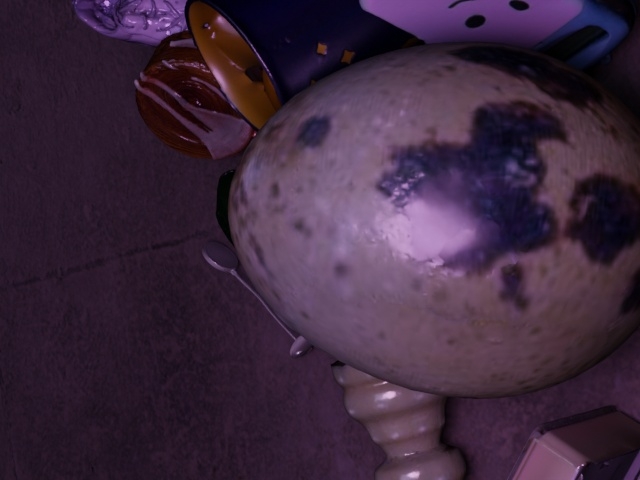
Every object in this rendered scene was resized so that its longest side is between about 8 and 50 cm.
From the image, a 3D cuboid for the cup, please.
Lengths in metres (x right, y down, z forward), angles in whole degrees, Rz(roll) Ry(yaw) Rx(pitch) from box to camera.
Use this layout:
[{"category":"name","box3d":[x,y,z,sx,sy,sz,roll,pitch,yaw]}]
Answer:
[{"category":"cup","box3d":[-0.006,-0.247,1.526,0.178,0.256,0.255,59,162,-13]}]

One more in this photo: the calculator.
[{"category":"calculator","box3d":[0.176,-0.234,1.392,0.173,0.293,0.051,-35,42,48]}]

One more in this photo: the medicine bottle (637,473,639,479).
[{"category":"medicine bottle","box3d":[0.404,0.243,1.348,0.183,0.086,0.086,-20,80,33]}]

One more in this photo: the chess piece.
[{"category":"chess piece","box3d":[0.103,0.236,1.537,0.133,0.133,0.243,-16,88,34]}]

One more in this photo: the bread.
[{"category":"bread","box3d":[-0.141,-0.174,1.672,0.161,0.073,0.160,10,137,9]}]

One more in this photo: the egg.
[{"category":"egg","box3d":[0.125,-0.023,1.352,0.428,0.345,0.345,10,98,4]}]

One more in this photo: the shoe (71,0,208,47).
[{"category":"shoe","box3d":[-0.183,-0.272,1.703,0.245,0.138,0.095,14,104,33]}]

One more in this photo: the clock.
[{"category":"clock","box3d":[0.250,0.251,1.390,0.071,0.192,0.147,34,110,29]}]

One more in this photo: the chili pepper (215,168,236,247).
[{"category":"chili pepper","box3d":[0.000,0.000,1.574,0.165,0.174,0.261,-44,61,-3]}]

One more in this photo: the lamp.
[{"category":"lamp","box3d":[-0.069,0.059,1.688,0.198,0.050,0.056,46,118,22]}]
